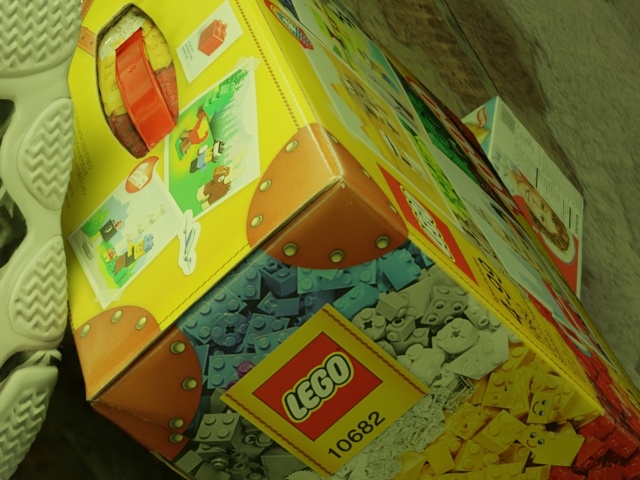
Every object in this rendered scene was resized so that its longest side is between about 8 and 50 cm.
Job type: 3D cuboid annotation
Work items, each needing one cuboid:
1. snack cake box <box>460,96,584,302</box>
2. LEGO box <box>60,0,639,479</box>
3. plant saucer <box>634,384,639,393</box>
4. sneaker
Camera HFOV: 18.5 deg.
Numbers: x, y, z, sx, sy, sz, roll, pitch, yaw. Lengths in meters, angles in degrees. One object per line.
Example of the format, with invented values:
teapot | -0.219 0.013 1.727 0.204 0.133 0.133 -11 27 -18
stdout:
snack cake box | 0.179 -0.012 1.925 0.152 0.089 0.264 49 25 -17
LEGO box | 0.000 0.000 1.308 0.372 0.193 0.500 41 13 -32
plant saucer | 0.291 0.224 1.883 0.278 0.041 0.278 42 26 -26
sneaker | -0.253 -0.019 1.088 0.137 0.210 0.366 13 81 -56
